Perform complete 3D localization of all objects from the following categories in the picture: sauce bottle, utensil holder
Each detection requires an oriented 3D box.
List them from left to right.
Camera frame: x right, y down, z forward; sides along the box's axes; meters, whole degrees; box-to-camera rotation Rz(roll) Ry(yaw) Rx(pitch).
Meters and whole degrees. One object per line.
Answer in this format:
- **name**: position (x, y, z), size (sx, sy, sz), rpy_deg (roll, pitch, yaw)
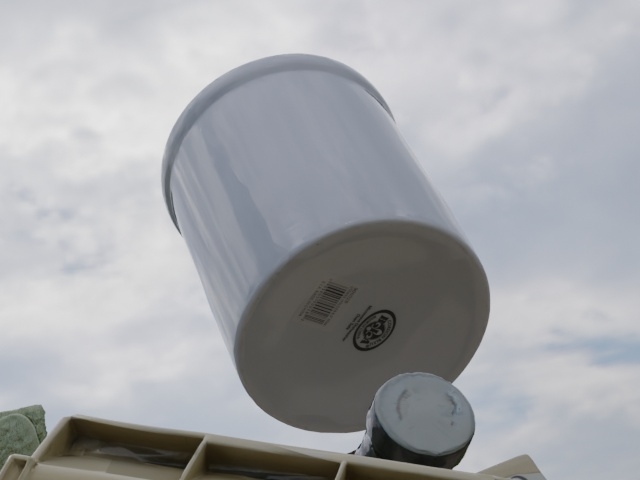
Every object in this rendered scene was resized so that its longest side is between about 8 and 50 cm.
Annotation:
- **utensil holder**: position (0.000, 0.000, 1.556), size (0.328, 0.385, 0.327), rpy_deg (-10, -54, -14)
- **sauce bottle**: position (0.033, 0.229, 0.944), size (0.111, 0.111, 0.344), rpy_deg (-2, -45, -17)

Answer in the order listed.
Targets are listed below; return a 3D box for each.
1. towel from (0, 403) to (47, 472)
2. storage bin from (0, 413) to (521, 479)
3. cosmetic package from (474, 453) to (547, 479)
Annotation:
- **towel**: position (-0.228, 0.196, 0.888), size (0.110, 0.148, 0.027), rpy_deg (-18, -11, 15)
- **storage bin**: position (-0.018, 0.203, 0.439), size (0.262, 0.260, 0.123), rpy_deg (6, -50, 13)
- **cosmetic package**: position (0.005, 0.253, 0.716), size (0.309, 0.113, 0.160), rpy_deg (-15, -41, -21)
